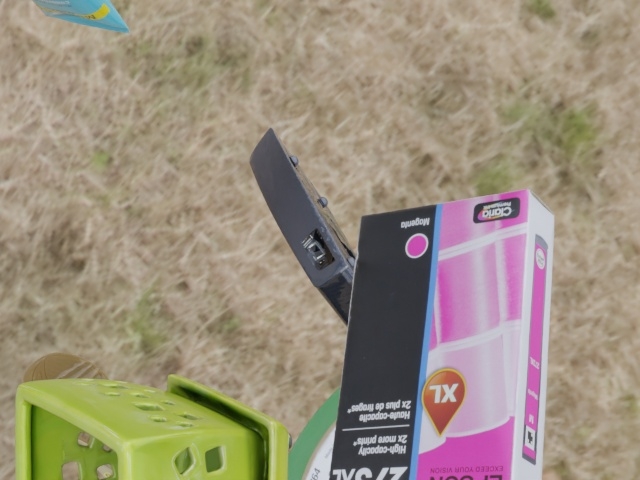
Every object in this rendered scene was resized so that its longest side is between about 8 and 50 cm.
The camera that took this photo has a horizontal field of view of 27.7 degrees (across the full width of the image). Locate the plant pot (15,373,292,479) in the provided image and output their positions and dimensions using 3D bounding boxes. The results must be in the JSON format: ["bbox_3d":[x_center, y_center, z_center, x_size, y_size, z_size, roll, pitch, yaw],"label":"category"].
[{"bbox_3d":[-0.159,0.255,1.284,0.207,0.228,0.227,-6,103,-37],"label":"plant pot"}]

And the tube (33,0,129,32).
[{"bbox_3d":[-0.220,-0.217,1.073,0.080,0.207,0.052,18,81,9],"label":"tube"}]

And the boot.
[{"bbox_3d":[-0.261,0.268,1.645,0.262,0.203,0.095,29,58,28],"label":"boot"}]

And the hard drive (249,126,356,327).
[{"bbox_3d":[0.000,0.000,1.480,0.054,0.172,0.254,-33,45,4],"label":"hard drive"}]

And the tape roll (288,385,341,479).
[{"bbox_3d":[0.088,0.279,1.452,0.077,0.321,0.321,41,57,-34],"label":"tape roll"}]

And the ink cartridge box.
[{"bbox_3d":[0.102,0.141,1.109,0.069,0.176,0.370,34,55,-49],"label":"ink cartridge box"}]
